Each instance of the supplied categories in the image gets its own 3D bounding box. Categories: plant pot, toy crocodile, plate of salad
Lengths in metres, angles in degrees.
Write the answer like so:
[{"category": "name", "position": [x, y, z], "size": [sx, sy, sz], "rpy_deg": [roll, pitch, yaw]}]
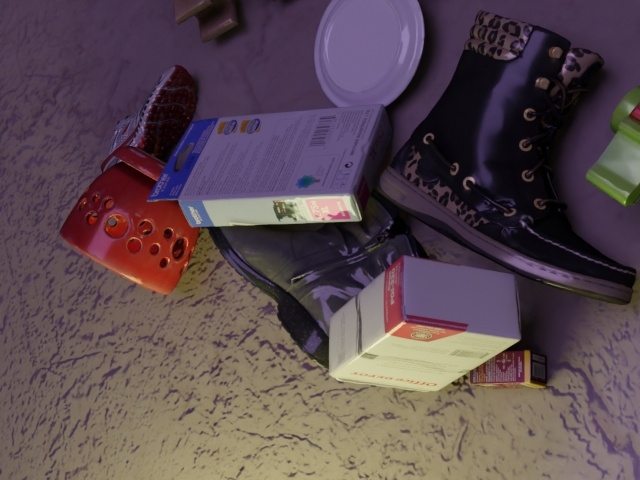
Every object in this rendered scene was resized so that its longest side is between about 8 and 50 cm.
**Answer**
[{"category": "plant pot", "position": [-0.266, -0.037, 1.823], "size": [0.191, 0.191, 0.174], "rpy_deg": [28, 89, 34]}, {"category": "toy crocodile", "position": [0.441, -0.177, 1.409], "size": [0.340, 0.105, 0.115], "rpy_deg": [-43, 58, -4]}, {"category": "plate of salad", "position": [0.072, -0.277, 1.732], "size": [0.200, 0.048, 0.200], "rpy_deg": [-4, 83, 42]}]

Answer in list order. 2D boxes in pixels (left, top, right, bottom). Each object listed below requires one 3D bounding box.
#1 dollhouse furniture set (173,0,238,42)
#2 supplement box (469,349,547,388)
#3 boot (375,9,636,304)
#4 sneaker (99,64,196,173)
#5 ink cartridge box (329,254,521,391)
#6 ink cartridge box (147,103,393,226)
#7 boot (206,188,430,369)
[{"category": "dollhouse furniture set", "position": [-0.147, -0.545, 1.740], "size": [0.394, 0.362, 0.256], "rpy_deg": [-26, 56, 26]}, {"category": "supplement box", "position": [0.236, 0.162, 1.534], "size": [0.083, 0.055, 0.043], "rpy_deg": [-6, 76, 31]}, {"category": "boot", "position": [0.270, -0.108, 1.523], "size": [0.377, 0.138, 0.284], "rpy_deg": [31, 98, 39]}, {"category": "sneaker", "position": [-0.279, -0.179, 1.916], "size": [0.092, 0.088, 0.225], "rpy_deg": [40, 101, 35]}, {"category": "ink cartridge box", "position": [0.122, 0.107, 1.498], "size": [0.218, 0.158, 0.092], "rpy_deg": [133, 142, -56]}, {"category": "ink cartridge box", "position": [-0.069, -0.102, 1.704], "size": [0.311, 0.065, 0.186], "rpy_deg": [0, 45, 23]}, {"category": "boot", "position": [0.000, 0.000, 1.703], "size": [0.223, 0.118, 0.338], "rpy_deg": [-47, 64, 8]}]
